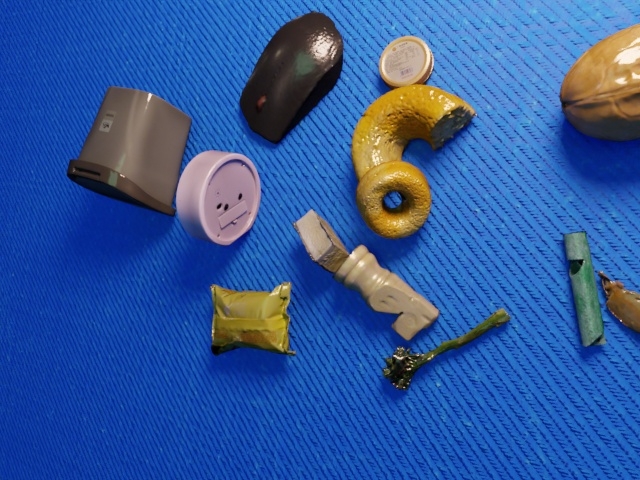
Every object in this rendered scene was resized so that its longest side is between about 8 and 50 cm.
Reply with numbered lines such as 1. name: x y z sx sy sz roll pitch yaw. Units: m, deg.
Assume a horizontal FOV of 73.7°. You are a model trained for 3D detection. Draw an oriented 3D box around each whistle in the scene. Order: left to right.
1. whistle: 0.431 0.078 0.699 0.039 0.039 0.186 -9 84 24

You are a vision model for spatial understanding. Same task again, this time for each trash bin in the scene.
1. trash bin: -0.442 -0.213 1.029 0.220 0.219 0.250 15 86 23

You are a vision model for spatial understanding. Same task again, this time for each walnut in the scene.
1. walnut: 0.471 -0.234 0.636 0.197 0.165 0.165 -9 83 16

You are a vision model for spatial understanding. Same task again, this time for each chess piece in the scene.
1. chess piece: 0.126 0.102 0.820 0.200 0.090 0.090 40 103 10

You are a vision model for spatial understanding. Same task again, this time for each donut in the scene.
1. donut: 0.144 -0.211 0.823 0.259 0.101 0.152 -43 65 20
2. donut: 0.138 -0.068 0.784 0.152 0.058 0.151 -1 121 -2

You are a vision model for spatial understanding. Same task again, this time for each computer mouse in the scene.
1. computer mouse: -0.073 -0.357 0.928 0.295 0.087 0.168 -47 73 17

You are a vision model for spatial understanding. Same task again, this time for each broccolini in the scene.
1. broccolini: 0.228 0.194 0.793 0.254 0.071 0.057 -34 40 12

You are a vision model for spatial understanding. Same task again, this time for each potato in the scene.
1. potato: -0.001 -0.001 0.865 0.061 0.086 0.122 -39 50 10

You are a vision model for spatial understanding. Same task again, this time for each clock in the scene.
1. clock: -0.212 -0.091 0.914 0.068 0.197 0.196 14 93 26

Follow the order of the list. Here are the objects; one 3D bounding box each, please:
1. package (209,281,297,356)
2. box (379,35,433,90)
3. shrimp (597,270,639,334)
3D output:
1. package: -0.150 0.174 0.929 0.227 0.090 0.168 -3 88 27
2. box: 0.169 -0.347 0.845 0.106 0.037 0.105 -1 87 24
3. shrimp: 0.592 0.103 0.620 0.287 0.068 0.185 -17 76 33
